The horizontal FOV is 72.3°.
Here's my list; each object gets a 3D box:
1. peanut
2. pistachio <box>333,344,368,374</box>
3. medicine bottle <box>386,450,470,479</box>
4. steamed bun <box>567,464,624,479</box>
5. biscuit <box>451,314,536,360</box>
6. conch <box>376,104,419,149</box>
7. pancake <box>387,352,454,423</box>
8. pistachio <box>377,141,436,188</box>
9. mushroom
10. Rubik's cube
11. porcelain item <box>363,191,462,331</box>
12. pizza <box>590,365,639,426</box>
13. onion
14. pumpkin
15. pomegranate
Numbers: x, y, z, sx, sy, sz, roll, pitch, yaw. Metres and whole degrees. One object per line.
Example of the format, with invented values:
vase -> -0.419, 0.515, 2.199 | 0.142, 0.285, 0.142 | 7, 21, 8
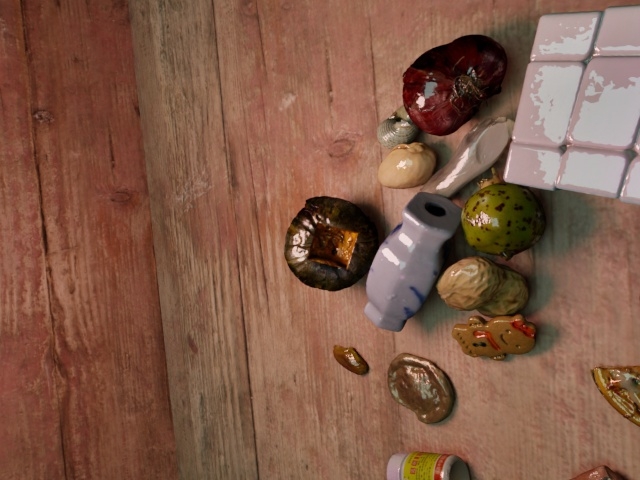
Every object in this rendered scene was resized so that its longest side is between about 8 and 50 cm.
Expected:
peanut -> 0.428, 0.127, 1.147 | 0.196, 0.233, 0.110 | 125, 155, -49
pistachio -> 0.098, 0.431, 1.598 | 0.173, 0.049, 0.089 | 21, 109, 40
medicine bottle -> 0.330, 0.729, 1.350 | 0.226, 0.139, 0.139 | -21, 80, 44
steamed bun -> 0.677, 0.632, 1.025 | 0.144, 0.107, 0.175 | -51, 59, 36
biscuit -> 0.469, 0.263, 1.173 | 0.226, 0.036, 0.165 | -18, 115, 41
conch -> 0.244, -0.340, 1.319 | 0.153, 0.102, 0.135 | 1, 67, 51
pancake -> 0.312, 0.473, 1.402 | 0.236, 0.042, 0.222 | 50, 128, 29
pistachio -> 0.256, -0.211, 1.308 | 0.145, 0.117, 0.200 | 42, 141, -9
mushroom -> 0.387, -0.202, 1.195 | 0.351, 0.098, 0.109 | -50, 32, 40
Rubik's cube -> 0.593, -0.243, 0.843 | 0.316, 0.322, 0.318 | 20, 110, 40
porcelain item -> 0.254, 0.070, 1.262 | 0.179, 0.242, 0.404 | 29, 129, 14
pizza -> 0.734, 0.341, 0.979 | 0.176, 0.036, 0.184 | -48, 64, 37
onion -> 0.345, -0.412, 1.140 | 0.221, 0.280, 0.281 | 40, 136, -20
pumpkin -> 0.037, 0.014, 1.437 | 0.192, 0.321, 0.319 | -125, 31, -85
pomegranate -> 0.451, -0.065, 1.114 | 0.245, 0.199, 0.198 | -102, 31, -58
